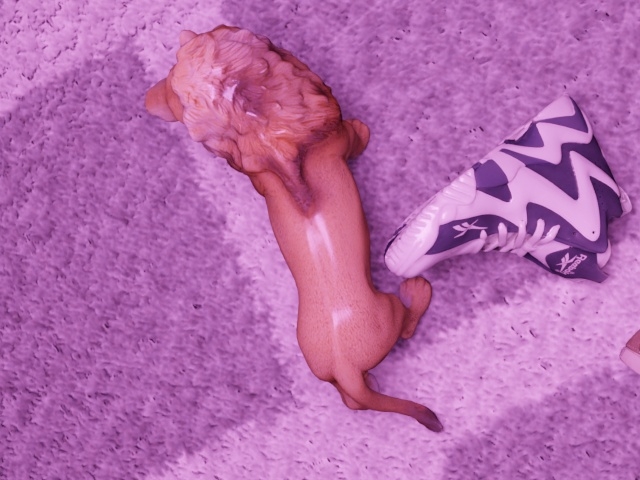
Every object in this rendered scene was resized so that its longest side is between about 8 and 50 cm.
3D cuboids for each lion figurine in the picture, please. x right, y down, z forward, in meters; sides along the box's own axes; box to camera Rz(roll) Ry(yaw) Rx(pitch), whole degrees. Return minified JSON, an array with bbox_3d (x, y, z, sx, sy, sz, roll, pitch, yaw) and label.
[{"bbox_3d":[0.000,0.000,1.084,0.142,0.240,0.392,-29,82,13],"label":"lion figurine"}]

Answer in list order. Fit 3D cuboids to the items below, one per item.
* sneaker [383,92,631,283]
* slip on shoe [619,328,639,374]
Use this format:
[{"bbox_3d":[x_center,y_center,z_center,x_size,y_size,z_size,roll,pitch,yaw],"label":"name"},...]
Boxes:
[{"bbox_3d":[0.177,-0.005,1.084,0.235,0.094,0.153,-38,88,-29],"label":"sneaker"},{"bbox_3d":[0.327,0.126,1.094,0.135,0.051,0.041,39,101,20],"label":"slip on shoe"}]
